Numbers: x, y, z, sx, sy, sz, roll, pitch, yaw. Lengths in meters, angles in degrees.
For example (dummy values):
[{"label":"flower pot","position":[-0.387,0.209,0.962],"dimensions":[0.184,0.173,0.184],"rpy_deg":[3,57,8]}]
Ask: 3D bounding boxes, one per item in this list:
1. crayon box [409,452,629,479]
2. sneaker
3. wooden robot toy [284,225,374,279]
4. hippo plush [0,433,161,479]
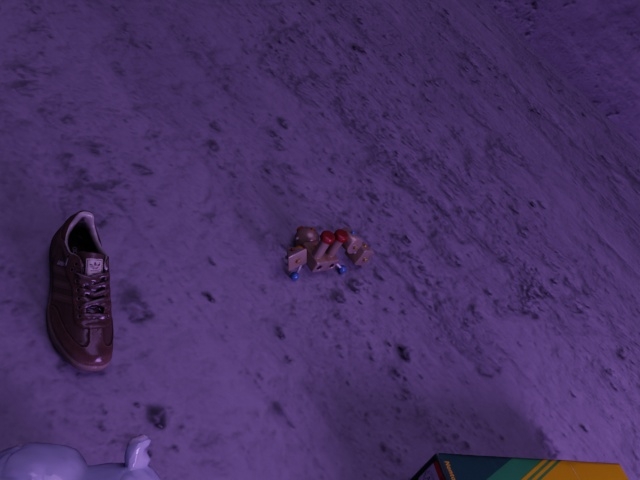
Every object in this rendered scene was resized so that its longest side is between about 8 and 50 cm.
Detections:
[{"label":"crayon box","position":[0.285,0.420,0.804],"dimensions":[0.313,0.106,0.362],"rpy_deg":[11,40,-28]},{"label":"sneaker","position":[-0.262,0.050,0.806],"dimensions":[0.066,0.071,0.188],"rpy_deg":[3,49,-36]},{"label":"wooden robot toy","position":[0.000,0.000,1.067],"dimensions":[0.173,0.076,0.079],"rpy_deg":[-6,44,-42]},{"label":"hippo plush","position":[-0.188,0.236,0.543],"dimensions":[0.294,0.234,0.236],"rpy_deg":[12,30,-2]}]
